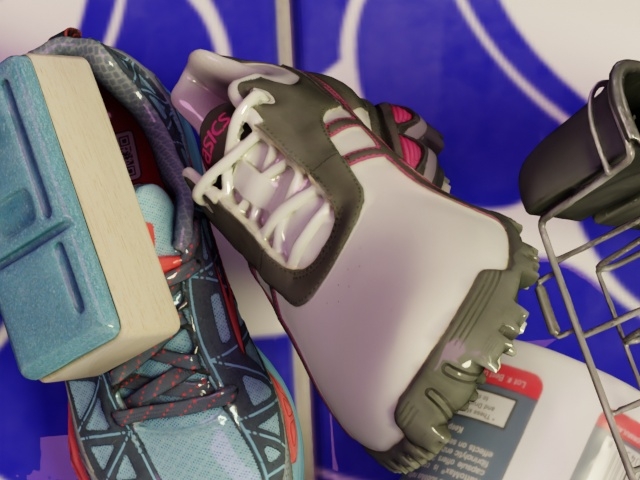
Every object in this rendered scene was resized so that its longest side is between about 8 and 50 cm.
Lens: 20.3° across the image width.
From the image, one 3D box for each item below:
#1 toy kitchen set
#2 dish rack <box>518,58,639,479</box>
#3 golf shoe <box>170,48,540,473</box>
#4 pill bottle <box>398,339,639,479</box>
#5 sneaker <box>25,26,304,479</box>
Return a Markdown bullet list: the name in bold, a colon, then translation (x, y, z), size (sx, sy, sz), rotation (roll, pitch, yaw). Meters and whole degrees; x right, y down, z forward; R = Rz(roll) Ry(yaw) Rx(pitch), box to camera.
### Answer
- **toy kitchen set**: translation (-0.196, 0.025, 0.699), size (0.207, 0.166, 0.122), rotation (-30, 75, 33)
- **dish rack**: translation (0.185, 0.074, 0.694), size (0.074, 0.208, 0.271), rotation (-33, 64, 38)
- **golf shoe**: translation (0.000, 0.000, 0.710), size (0.120, 0.273, 0.105), rotation (29, 102, -19)
- **pill bottle**: translation (0.070, 0.141, 0.729), size (0.108, 0.108, 0.180), rotation (24, 76, 15)
- **sneaker**: translation (-0.087, 0.026, 0.780), size (0.104, 0.125, 0.262), rotation (-22, 69, 1)
